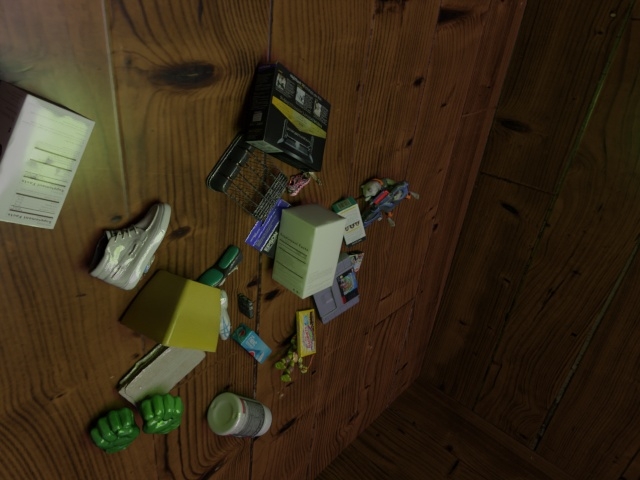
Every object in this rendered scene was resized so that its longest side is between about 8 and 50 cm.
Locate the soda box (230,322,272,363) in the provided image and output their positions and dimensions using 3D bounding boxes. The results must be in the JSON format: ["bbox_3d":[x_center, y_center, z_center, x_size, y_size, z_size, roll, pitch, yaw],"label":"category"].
[{"bbox_3d":[-0.277,0.419,1.765,0.071,0.067,0.210,-50,144,-19],"label":"soda box"}]

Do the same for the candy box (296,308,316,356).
[{"bbox_3d":[-0.066,0.423,2.006,0.105,0.027,0.206,-1,87,-48],"label":"candy box"}]

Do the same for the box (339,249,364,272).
[{"bbox_3d":[0.126,0.114,2.115,0.207,0.036,0.114,-9,120,-50],"label":"box"}]

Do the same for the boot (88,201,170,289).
[{"bbox_3d":[-0.503,-0.004,1.150,0.123,0.095,0.258,33,73,-41],"label":"boot"}]

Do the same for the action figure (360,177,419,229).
[{"bbox_3d":[0.282,-0.180,2.066,0.341,0.179,0.330,-39,145,19],"label":"action figure"}]

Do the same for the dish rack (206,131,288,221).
[{"bbox_3d":[-0.219,-0.192,1.417,0.208,0.074,0.271,-56,148,-7],"label":"dish rack"}]

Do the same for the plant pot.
[{"bbox_3d":[-0.423,0.204,1.313,0.212,0.212,0.187,32,75,-56],"label":"plant pot"}]

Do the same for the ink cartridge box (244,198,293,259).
[{"bbox_3d":[-0.158,-0.040,1.624,0.206,0.045,0.208,-59,145,-3],"label":"ink cartridge box"}]

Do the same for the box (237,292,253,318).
[{"bbox_3d":[-0.281,0.247,1.638,0.018,0.067,0.083,-31,135,-38],"label":"box"}]

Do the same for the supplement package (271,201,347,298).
[{"bbox_3d":[-0.045,0.031,1.625,0.177,0.175,0.293,-18,128,-46],"label":"supplement package"}]

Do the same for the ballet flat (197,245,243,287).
[{"bbox_3d":[-0.334,0.109,1.473,0.203,0.074,0.074,-51,145,-22],"label":"ballet flat"}]

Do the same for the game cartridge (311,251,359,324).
[{"bbox_3d":[0.067,0.230,2.047,0.230,0.068,0.355,-28,137,-11],"label":"game cartridge"}]

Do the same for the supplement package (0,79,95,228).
[{"bbox_3d":[-0.588,-0.167,0.877,0.134,0.139,0.244,17,98,-57],"label":"supplement package"}]

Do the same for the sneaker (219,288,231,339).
[{"bbox_3d":[-0.364,0.267,1.543,0.086,0.085,0.237,-13,131,-17],"label":"sneaker"}]

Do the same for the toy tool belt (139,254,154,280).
[{"bbox_3d":[-0.510,0.067,1.236,0.051,0.052,0.083,30,83,-18],"label":"toy tool belt"}]

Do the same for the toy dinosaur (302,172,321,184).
[{"bbox_3d":[-0.045,-0.287,1.596,0.092,0.053,0.183,-14,95,-41],"label":"toy dinosaur"}]

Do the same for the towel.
[{"bbox_3d":[-0.525,0.433,1.462,0.282,0.049,0.187,-42,143,-26],"label":"towel"}]

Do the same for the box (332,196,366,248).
[{"bbox_3d":[0.130,-0.077,1.935,0.100,0.060,0.244,-25,139,-4],"label":"box"}]

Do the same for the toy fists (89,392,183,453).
[{"bbox_3d":[-0.577,0.580,1.388,0.279,0.096,0.142,-14,131,-21],"label":"toy fists"}]

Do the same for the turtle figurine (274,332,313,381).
[{"bbox_3d":[-0.128,0.527,2.018,0.217,0.087,0.270,-42,131,-51],"label":"turtle figurine"}]

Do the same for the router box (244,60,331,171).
[{"bbox_3d":[-0.092,-0.376,1.383,0.308,0.081,0.243,18,79,-56],"label":"router box"}]

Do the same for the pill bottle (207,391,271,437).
[{"bbox_3d":[-0.330,0.742,1.833,0.161,0.161,0.283,-56,145,-10],"label":"pill bottle"}]

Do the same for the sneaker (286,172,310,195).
[{"bbox_3d":[-0.083,-0.221,1.603,0.119,0.047,0.057,-52,134,-17],"label":"sneaker"}]
